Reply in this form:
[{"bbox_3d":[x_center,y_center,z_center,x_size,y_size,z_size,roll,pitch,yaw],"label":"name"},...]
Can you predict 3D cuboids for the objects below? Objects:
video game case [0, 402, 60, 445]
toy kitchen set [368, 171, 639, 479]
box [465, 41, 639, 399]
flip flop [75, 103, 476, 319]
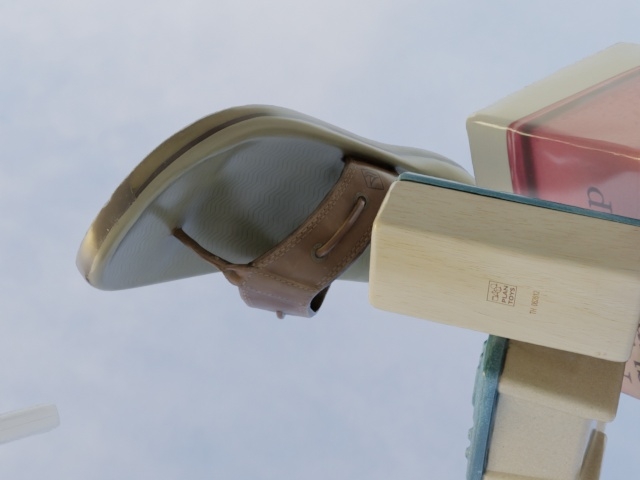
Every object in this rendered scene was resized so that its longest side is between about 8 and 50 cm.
[{"bbox_3d":[-0.244,0.124,0.756,0.143,0.157,0.019,-15,-93,12],"label":"video game case"},{"bbox_3d":[0.101,0.035,0.694,0.122,0.207,0.166,12,-140,12],"label":"toy kitchen set"},{"bbox_3d":[0.201,-0.001,0.664,0.126,0.149,0.232,-26,-155,-26],"label":"box"},{"bbox_3d":[0.000,0.000,0.708,0.277,0.112,0.080,6,-141,-44],"label":"flip flop"}]
